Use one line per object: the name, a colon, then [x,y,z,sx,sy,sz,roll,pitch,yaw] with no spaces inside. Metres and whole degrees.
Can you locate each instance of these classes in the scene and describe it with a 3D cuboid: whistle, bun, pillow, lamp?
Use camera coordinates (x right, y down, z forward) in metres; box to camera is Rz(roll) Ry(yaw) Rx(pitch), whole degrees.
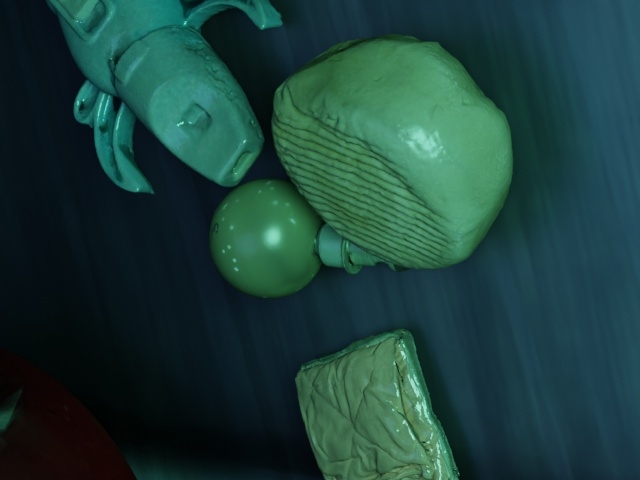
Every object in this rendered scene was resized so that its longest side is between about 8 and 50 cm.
whistle: [-0.134,-0.146,1.208,0.186,0.093,0.274,-50,60,18]
bun: [0.056,-0.070,1.055,0.173,0.113,0.166,40,154,7]
pillow: [0.056,0.187,1.164,0.126,0.043,0.232,-25,85,47]
lamp: [0.000,0.000,1.151,0.163,0.091,0.091,2,101,24]

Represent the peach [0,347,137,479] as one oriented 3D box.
peach: [-0.315,0.252,1.305,0.406,0.335,0.310,40,124,35]
